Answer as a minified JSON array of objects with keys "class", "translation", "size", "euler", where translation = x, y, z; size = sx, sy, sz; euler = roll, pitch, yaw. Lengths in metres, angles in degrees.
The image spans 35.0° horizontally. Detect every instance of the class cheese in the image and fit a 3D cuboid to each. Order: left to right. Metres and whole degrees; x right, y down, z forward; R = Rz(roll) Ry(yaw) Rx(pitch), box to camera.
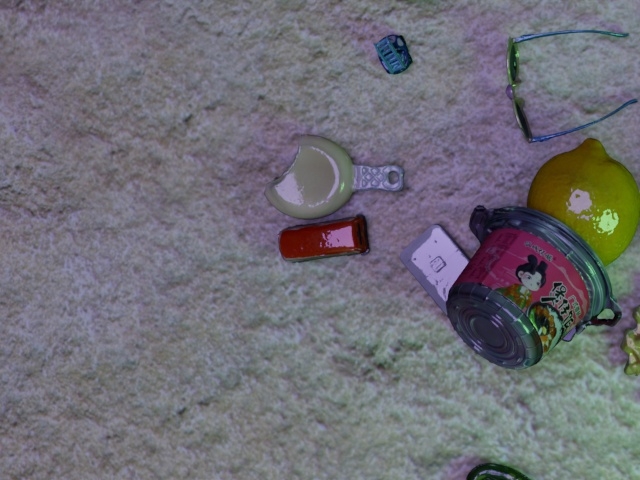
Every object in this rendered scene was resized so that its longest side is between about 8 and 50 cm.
[{"class":"cheese","translation":[0.025,-0.100,1.905],"size":[0.249,0.071,0.163],"euler":[22,99,15]}]

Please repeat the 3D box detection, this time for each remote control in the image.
[{"class":"remote control","translation":[0.257,0.090,1.860],"size":[0.103,0.034,0.250],"euler":[-43,80,15]}]

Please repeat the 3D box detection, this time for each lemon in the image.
[{"class":"lemon","translation":[0.442,-0.052,1.716],"size":[0.187,0.187,0.244],"euler":[6,105,17]}]

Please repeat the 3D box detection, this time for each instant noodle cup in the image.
[{"class":"instant noodle cup","translation":[0.326,0.097,1.691],"size":[0.302,0.258,0.181],"euler":[32,61,25]}]

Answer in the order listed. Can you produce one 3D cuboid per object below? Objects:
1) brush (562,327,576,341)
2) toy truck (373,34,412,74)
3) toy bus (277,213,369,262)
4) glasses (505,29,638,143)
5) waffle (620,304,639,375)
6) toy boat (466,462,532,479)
[{"class":"brush","translation":[0.461,0.087,1.803],"size":[0.063,0.016,0.193],"euler":[31,102,16]},{"class":"toy truck","translation":[0.127,-0.341,1.847],"size":[0.056,0.090,0.073],"euler":[-24,85,17]},{"class":"toy bus","translation":[0.000,0.000,1.914],"size":[0.174,0.077,0.079],"euler":[-8,90,18]},{"class":"glasses","translation":[0.432,-0.276,1.783],"size":[0.220,0.088,0.190],"euler":[-9,89,-2]},{"class":"waffle","translation":[0.649,0.181,1.730],"size":[0.261,0.056,0.250],"euler":[12,97,19]},{"class":"toy boat","translation":[0.360,0.479,1.840],"size":[0.210,0.052,0.104],"euler":[33,105,13]}]
